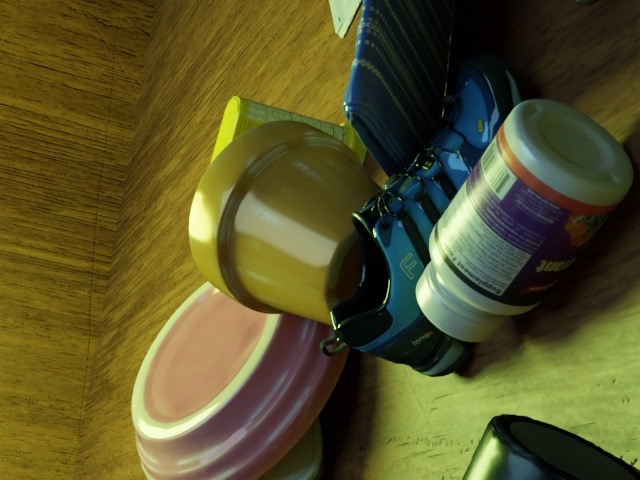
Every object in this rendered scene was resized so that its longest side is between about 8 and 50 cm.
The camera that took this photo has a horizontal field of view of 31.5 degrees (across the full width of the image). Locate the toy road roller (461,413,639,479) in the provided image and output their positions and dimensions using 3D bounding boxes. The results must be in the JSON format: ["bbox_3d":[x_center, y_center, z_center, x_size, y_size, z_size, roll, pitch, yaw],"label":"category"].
[{"bbox_3d":[0.198,0.231,0.579,0.330,0.241,0.202,28,101,31],"label":"toy road roller"}]

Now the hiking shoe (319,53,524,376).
[{"bbox_3d":[0.100,-0.029,1.029,0.113,0.132,0.304,-167,91,-70],"label":"hiking shoe"}]

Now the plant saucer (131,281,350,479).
[{"bbox_3d":[-0.110,0.146,1.347,0.332,0.084,0.332,-34,31,24],"label":"plant saucer"}]

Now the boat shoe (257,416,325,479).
[{"bbox_3d":[-0.062,0.232,1.391,0.319,0.116,0.099,41,159,60],"label":"boat shoe"}]

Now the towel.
[{"bbox_3d":[0.082,-0.225,1.126,0.243,0.040,0.335,45,-131,-62],"label":"towel"}]

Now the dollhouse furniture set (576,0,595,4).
[{"bbox_3d":[0.218,-0.284,0.887,0.184,0.129,0.128,172,110,-70],"label":"dollhouse furniture set"}]

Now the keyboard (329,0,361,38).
[{"bbox_3d":[0.028,-0.389,1.626,0.072,0.014,0.256,-55,29,35],"label":"keyboard"}]

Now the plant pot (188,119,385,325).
[{"bbox_3d":[0.000,0.000,1.164,0.188,0.205,0.205,31,107,46],"label":"plant pot"}]

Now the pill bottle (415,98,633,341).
[{"bbox_3d":[0.154,-0.009,0.911,0.108,0.108,0.193,-98,29,-45],"label":"pill bottle"}]

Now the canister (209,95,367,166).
[{"bbox_3d":[-0.041,-0.099,1.391,0.073,0.170,0.126,-145,70,-68],"label":"canister"}]
